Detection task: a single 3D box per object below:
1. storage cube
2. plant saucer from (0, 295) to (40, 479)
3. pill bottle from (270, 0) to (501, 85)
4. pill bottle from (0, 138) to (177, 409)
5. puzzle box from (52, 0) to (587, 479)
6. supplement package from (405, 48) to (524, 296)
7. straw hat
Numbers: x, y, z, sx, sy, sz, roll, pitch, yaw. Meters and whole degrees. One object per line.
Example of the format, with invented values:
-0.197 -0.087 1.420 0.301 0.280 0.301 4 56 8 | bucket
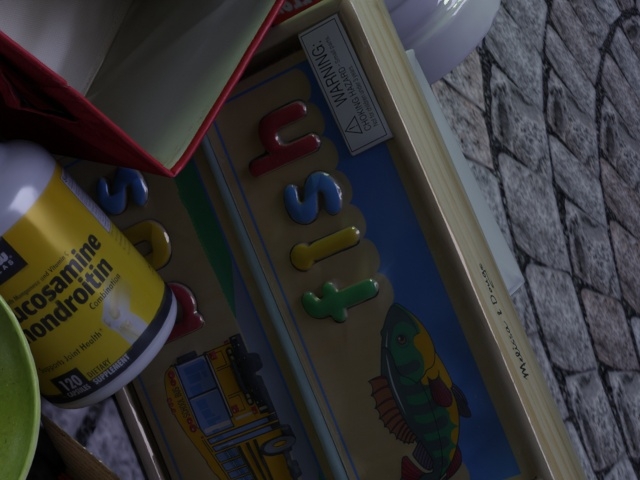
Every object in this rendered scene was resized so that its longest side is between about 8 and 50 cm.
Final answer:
-0.154 -0.170 0.913 0.183 0.193 0.215 41 72 -37 | storage cube
-0.252 0.075 0.697 0.241 0.037 0.241 13 47 -14 | plant saucer
-0.012 -0.299 1.285 0.363 0.210 0.210 48 34 -28 | pill bottle
-0.177 0.006 0.900 0.184 0.103 0.103 50 33 -25 | pill bottle
-0.006 0.082 0.956 0.052 0.272 0.409 -16 83 -62 | puzzle box
0.000 0.000 1.093 0.194 0.203 0.149 64 30 -2 | supplement package
-0.132 0.168 0.893 0.061 0.144 0.144 -50 121 -12 | straw hat
